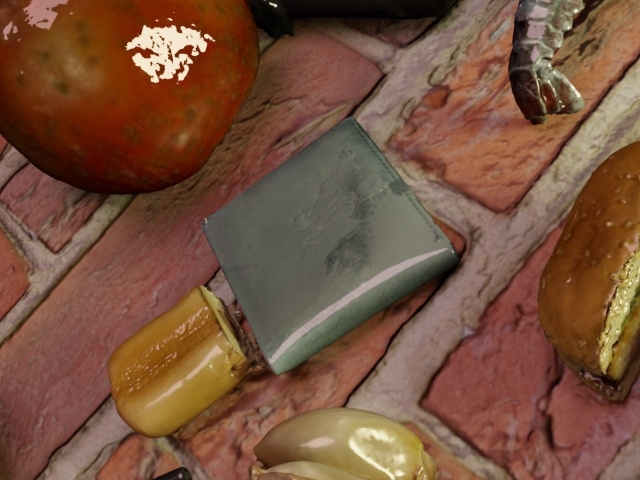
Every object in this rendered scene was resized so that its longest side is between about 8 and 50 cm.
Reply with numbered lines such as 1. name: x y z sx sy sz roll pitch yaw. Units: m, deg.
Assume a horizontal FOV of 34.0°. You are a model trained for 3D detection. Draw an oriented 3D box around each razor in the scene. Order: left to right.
1. razor: 0.046 -0.378 1.432 0.327 0.107 0.189 2 60 32

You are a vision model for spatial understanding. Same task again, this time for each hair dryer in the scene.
1. hair dryer: -0.164 0.298 1.165 0.047 0.026 0.083 -26 54 15

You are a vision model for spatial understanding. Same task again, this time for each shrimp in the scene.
1. shrimp: 0.323 -0.328 1.208 0.410 0.166 0.221 -53 22 -16

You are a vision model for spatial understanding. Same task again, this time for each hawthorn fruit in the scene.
1. hawthorn fruit: -0.301 -0.268 1.382 0.403 0.403 0.403 -15 53 22

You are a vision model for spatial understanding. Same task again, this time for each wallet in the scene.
1. wallet: 0.001 0.001 1.246 0.251 0.054 0.290 -33 44 3

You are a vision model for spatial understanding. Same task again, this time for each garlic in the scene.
1. garlic: 0.003 0.264 0.956 0.203 0.185 0.281 11 23 -2

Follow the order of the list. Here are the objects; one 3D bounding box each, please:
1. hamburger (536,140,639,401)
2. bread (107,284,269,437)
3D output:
1. hamburger: 0.289 0.010 1.018 0.131 0.124 0.262 19 70 39
2. bread: -0.159 0.146 1.221 0.173 0.085 0.134 -36 52 4
